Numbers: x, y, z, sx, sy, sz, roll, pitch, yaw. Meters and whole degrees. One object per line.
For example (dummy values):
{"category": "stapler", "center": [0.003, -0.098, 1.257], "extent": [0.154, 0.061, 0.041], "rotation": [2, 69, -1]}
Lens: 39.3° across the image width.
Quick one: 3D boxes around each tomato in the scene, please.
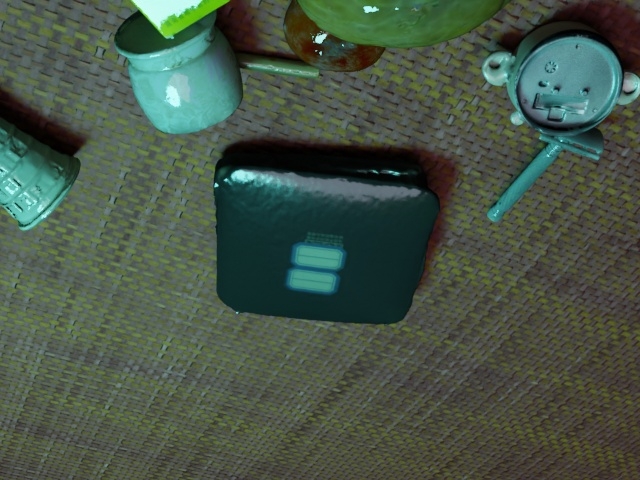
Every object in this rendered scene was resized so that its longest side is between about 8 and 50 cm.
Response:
{"category": "tomato", "center": [0.028, -0.281, 1.216], "extent": [0.155, 0.069, 0.155], "rotation": [0, 137, 0]}

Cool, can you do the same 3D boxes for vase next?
{"category": "vase", "center": [-0.514, -0.155, 1.318], "extent": [0.143, 0.143, 0.299], "rotation": [-30, 126, 29]}

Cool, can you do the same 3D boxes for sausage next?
{"category": "sausage", "center": [-0.066, -0.250, 1.283], "extent": [0.132, 0.024, 0.024], "rotation": [7, 136, -5]}

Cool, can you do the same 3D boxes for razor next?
{"category": "razor", "center": [0.329, -0.107, 1.410], "extent": [0.106, 0.068, 0.232], "rotation": [18, 141, -15]}

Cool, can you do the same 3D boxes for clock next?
{"category": "clock", "center": [0.338, -0.220, 1.243], "extent": [0.229, 0.063, 0.155], "rotation": [9, 115, -5]}

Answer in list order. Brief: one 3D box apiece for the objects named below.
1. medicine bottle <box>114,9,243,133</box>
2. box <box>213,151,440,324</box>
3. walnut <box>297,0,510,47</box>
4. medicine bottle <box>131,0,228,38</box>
{"category": "medicine bottle", "center": [-0.188, -0.239, 1.210], "extent": [0.147, 0.147, 0.143], "rotation": [-8, 132, 10]}
{"category": "box", "center": [0.000, 0.000, 1.500], "extent": [0.359, 0.091, 0.350], "rotation": [4, 136, -2]}
{"category": "walnut", "center": [0.090, -0.365, 0.976], "extent": [0.333, 0.333, 0.333], "rotation": [1, 137, 1]}
{"category": "medicine bottle", "center": [-0.202, -0.387, 1.060], "extent": [0.137, 0.141, 0.250], "rotation": [-23, 132, 27]}
